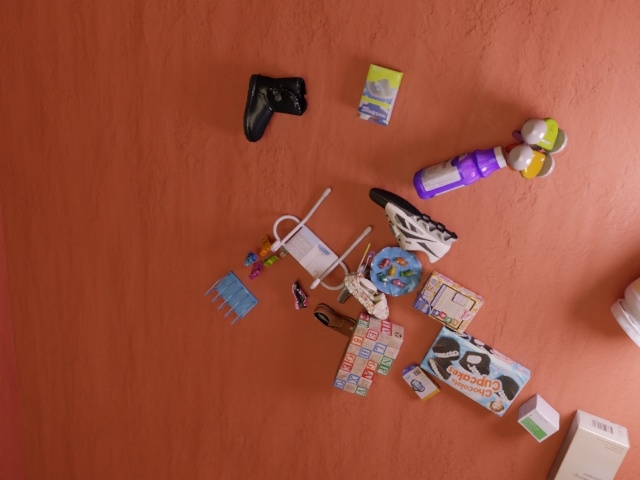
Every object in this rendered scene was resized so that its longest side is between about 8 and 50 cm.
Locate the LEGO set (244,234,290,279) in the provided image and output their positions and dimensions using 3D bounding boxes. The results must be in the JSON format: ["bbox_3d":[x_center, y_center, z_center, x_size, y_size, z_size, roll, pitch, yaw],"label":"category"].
[{"bbox_3d":[-0.211,0.042,2.122,0.227,0.093,0.087,-34,121,24],"label":"LEGO set"}]

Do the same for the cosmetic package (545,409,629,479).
[{"bbox_3d":[0.872,0.735,1.821,0.160,0.113,0.309,18,111,18],"label":"cosmetic package"}]

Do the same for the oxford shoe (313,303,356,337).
[{"bbox_3d":[0.064,0.318,2.080,0.212,0.076,0.076,27,113,13],"label":"oxford shoe"}]

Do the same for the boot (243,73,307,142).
[{"bbox_3d":[-0.156,-0.453,1.931,0.207,0.094,0.246,15,105,24],"label":"boot"}]

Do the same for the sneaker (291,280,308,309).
[{"bbox_3d":[-0.075,0.209,2.130,0.057,0.047,0.119,-4,111,19],"label":"sneaker"}]

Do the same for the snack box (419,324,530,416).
[{"bbox_3d":[0.530,0.444,1.915,0.322,0.060,0.187,30,116,13],"label":"snack box"}]

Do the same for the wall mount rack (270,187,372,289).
[{"bbox_3d":[0.000,0.000,1.990,0.350,0.130,0.304,44,82,6],"label":"wall mount rack"}]

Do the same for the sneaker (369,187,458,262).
[{"bbox_3d":[0.278,-0.045,1.844,0.330,0.122,0.146,37,115,10],"label":"sneaker"}]

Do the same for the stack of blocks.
[{"bbox_3d":[0.173,0.428,2.031,0.171,0.087,0.297,20,117,1],"label":"stack of blocks"}]

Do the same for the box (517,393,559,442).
[{"bbox_3d":[0.728,0.592,1.847,0.101,0.102,0.087,44,116,8],"label":"box"}]

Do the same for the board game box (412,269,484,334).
[{"bbox_3d":[0.433,0.211,1.885,0.193,0.045,0.146,30,115,7],"label":"board game box"}]

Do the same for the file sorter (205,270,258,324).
[{"bbox_3d":[-0.363,0.234,2.229,0.170,0.104,0.118,48,118,5],"label":"file sorter"}]

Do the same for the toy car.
[{"bbox_3d":[0.615,-0.279,1.623,0.136,0.159,0.182,44,117,52],"label":"toy car"}]

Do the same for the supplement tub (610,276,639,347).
[{"bbox_3d":[1.003,0.160,1.515,0.235,0.235,0.325,45,118,6],"label":"supplement tub"}]

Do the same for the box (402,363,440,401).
[{"bbox_3d":[0.365,0.515,2.031,0.081,0.028,0.136,-43,84,28],"label":"box"}]

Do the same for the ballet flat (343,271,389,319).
[{"bbox_3d":[0.178,0.196,1.942,0.077,0.091,0.241,-28,122,37],"label":"ballet flat"}]

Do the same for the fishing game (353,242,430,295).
[{"bbox_3d":[0.262,0.112,1.922,0.264,0.041,0.189,28,113,1],"label":"fishing game"}]

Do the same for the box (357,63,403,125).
[{"bbox_3d":[0.191,-0.471,1.800,0.109,0.042,0.178,22,113,17],"label":"box"}]

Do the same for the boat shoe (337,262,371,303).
[{"bbox_3d":[0.128,0.171,2.010,0.066,0.066,0.183,37,117,9],"label":"boat shoe"}]

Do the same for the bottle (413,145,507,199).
[{"bbox_3d":[0.433,-0.215,1.724,0.283,0.118,0.092,-19,108,29],"label":"bottle"}]
